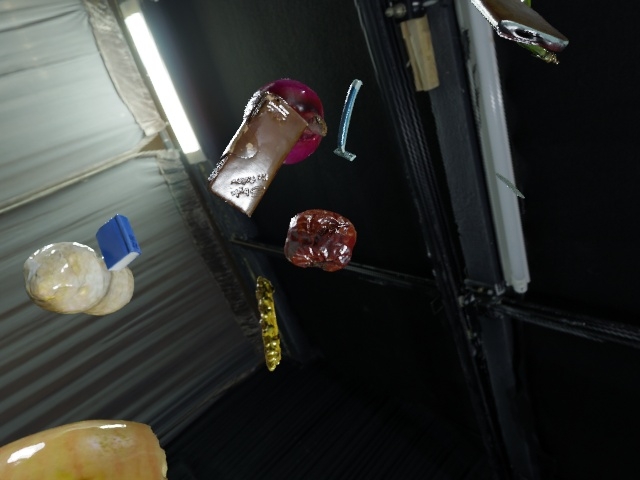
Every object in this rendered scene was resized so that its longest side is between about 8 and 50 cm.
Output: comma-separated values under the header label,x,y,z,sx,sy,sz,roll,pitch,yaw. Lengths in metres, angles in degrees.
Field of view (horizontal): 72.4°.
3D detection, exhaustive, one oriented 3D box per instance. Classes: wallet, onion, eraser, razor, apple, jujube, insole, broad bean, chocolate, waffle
label,x,y,z,sx,sy,sz,roll,pitch,yaw
wallet,0.290,-0.370,0.689,0.031,0.137,0.255,121,-27,-43
onion,-0.104,-0.460,1.723,0.385,0.347,0.348,20,-47,46
eraser,-0.364,0.004,0.786,0.085,0.063,0.027,59,15,22
razor,0.068,-0.299,1.085,0.068,0.037,0.191,35,-54,40
apple,-0.349,0.371,0.559,0.309,0.314,0.252,-132,-146,-53
jujube,0.000,0.000,1.494,0.232,0.213,0.213,13,-39,-2
insole,0.561,-0.166,1.300,0.153,0.053,0.002,-98,-149,-55
broad bean,0.473,-0.524,0.964,0.144,0.292,0.049,17,-17,-8
chocolate,-0.460,0.077,0.848,0.134,0.134,0.309,53,-9,5
wallet,-0.095,-0.131,0.669,0.095,0.176,0.026,34,0,-40
waffle,-0.135,0.215,1.137,0.231,0.051,0.229,-122,-153,-71
